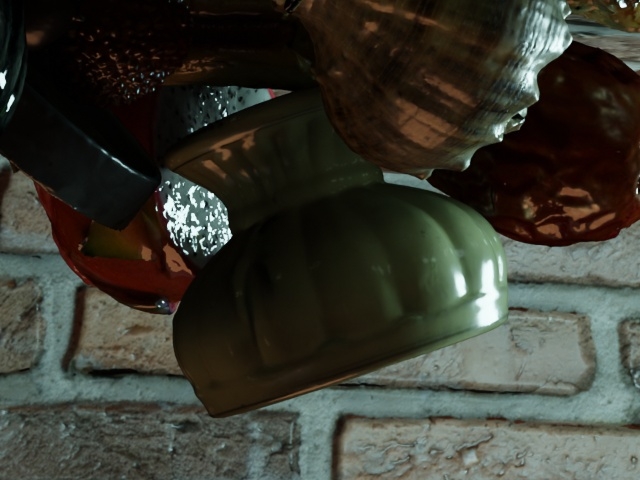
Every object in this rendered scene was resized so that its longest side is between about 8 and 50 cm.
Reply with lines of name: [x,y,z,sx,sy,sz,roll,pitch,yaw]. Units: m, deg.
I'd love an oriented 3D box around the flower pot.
flower pot: [0.000,0.000,1.704,0.307,0.244,0.307,-17,178,-1]

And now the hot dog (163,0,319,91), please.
hot dog: [-0.100,-0.174,1.664,0.242,0.084,0.073,4,174,1]

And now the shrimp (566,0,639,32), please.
shrimp: [0.214,-0.190,1.472,0.099,0.041,0.180,19,180,3]

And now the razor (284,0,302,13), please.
razor: [-0.082,-0.209,1.286,0.253,0.042,0.082,7,133,-49]

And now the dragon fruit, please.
dragon fruit: [-0.162,-0.069,1.884,0.189,0.291,0.290,-3,175,32]

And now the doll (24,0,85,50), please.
doll: [-0.246,-0.197,1.420,0.179,0.089,0.102,27,-175,17]

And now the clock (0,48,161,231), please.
clock: [-0.244,-0.121,1.583,0.280,0.055,0.280,43,-174,-5]

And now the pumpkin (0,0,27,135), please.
pumpkin: [-0.333,-0.104,1.270,0.295,0.296,0.296,3,178,0]

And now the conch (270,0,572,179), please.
conch: [0.076,-0.128,1.505,0.291,0.159,0.210,9,-178,-45]

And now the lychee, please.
lychee: [-0.164,-0.168,1.541,0.129,0.123,0.123,-30,-170,-20]

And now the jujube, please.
jujube: [0.187,-0.098,1.784,0.290,0.197,0.197,20,-172,36]
